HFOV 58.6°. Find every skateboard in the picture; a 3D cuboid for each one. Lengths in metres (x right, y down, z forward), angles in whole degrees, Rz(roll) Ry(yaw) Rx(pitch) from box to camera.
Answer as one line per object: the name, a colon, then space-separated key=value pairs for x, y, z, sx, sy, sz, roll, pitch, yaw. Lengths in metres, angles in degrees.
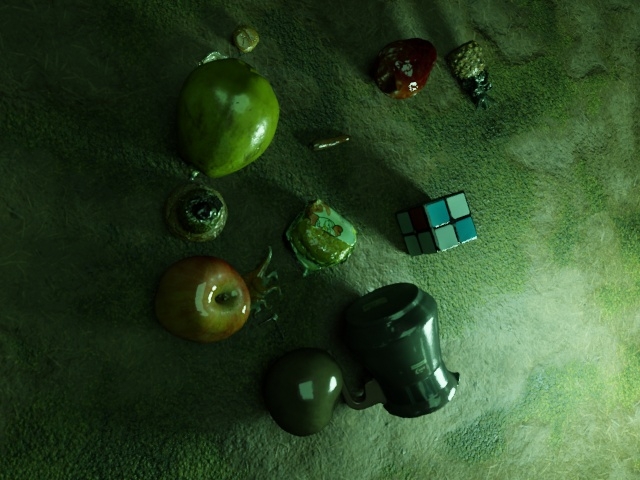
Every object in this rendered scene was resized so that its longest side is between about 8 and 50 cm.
skateboard: x=-0.140 y=0.270 z=1.720 sx=0.064 sy=0.032 sz=0.083 roll=-29 pitch=95 yaw=-13

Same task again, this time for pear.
pear: x=-0.275 y=-0.329 z=1.597 sx=0.288 sy=0.287 sz=0.375 roll=30 pitch=88 yaw=-18

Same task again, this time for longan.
longan: x=-0.046 y=0.427 z=1.643 sx=0.246 sy=0.215 sz=0.245 roll=-7 pitch=110 yaw=-19

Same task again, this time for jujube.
jujube: x=0.291 y=-0.591 z=1.927 sx=0.255 sy=0.190 sz=0.190 roll=-42 pitch=102 yaw=-39

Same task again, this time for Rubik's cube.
Rubik's cube: x=0.386 y=-0.053 z=1.899 sx=0.184 sy=0.180 sz=0.167 roll=-20 pitch=92 yaw=-22

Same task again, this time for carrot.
carrot: x=0.036 y=-0.320 z=1.852 sx=0.165 sy=0.036 sz=0.035 roll=-17 pitch=92 yaw=-26

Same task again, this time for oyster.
oyster: x=-0.324 y=-0.542 z=1.717 sx=0.093 sy=0.034 sz=0.051 roll=3 pitch=100 yaw=-35

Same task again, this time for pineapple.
pineapple: x=0.557 y=-0.591 z=2.066 sx=0.128 sy=0.128 sz=0.247 roll=-35 pitch=104 yaw=-23

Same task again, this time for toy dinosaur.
toy dinosaur: x=-0.194 y=0.133 z=1.706 sx=0.143 sy=0.057 sz=0.211 roll=-10 pitch=77 yaw=-5

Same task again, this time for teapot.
teapot: x=0.219 y=0.356 z=1.750 sx=0.376 sy=0.305 sz=0.361 roll=-24 pitch=103 yaw=4

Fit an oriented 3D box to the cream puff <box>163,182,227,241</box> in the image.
cream puff: x=-0.336 y=-0.086 z=1.591 sx=0.184 sy=0.169 sz=0.183 roll=3 pitch=82 yaw=-22

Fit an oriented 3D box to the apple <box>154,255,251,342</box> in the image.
apple: x=-0.323 y=0.161 z=1.545 sx=0.242 sy=0.241 sz=0.241 roll=7 pitch=80 yaw=-39

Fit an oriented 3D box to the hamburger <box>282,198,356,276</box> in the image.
hamburger: x=-0.002 y=0.003 z=1.750 sx=0.214 sy=0.125 sz=0.235 roll=39 pitch=57 yaw=-5

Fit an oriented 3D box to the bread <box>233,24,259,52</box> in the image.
bread: x=-0.232 y=-0.621 z=1.757 sx=0.083 sy=0.046 sz=0.080 roll=-18 pitch=95 yaw=-25
